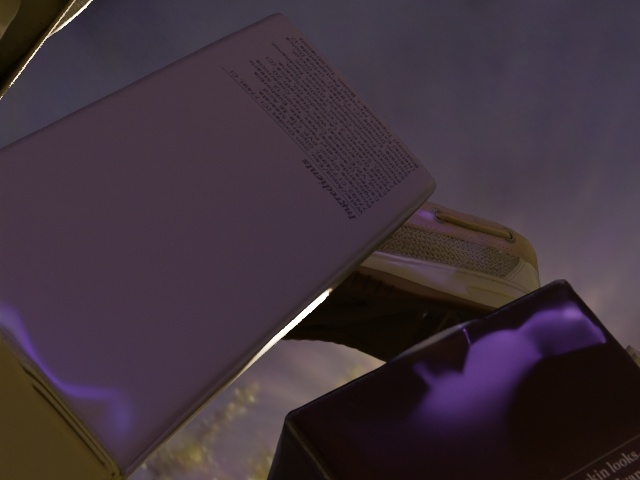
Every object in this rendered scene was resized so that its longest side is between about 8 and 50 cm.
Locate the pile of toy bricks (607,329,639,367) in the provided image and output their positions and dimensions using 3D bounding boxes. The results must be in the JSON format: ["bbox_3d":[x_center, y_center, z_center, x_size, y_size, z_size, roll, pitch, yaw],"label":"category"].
[{"bbox_3d":[0.290,0.160,1.596,0.118,0.212,0.105,36,-80,-7],"label":"pile of toy bricks"}]

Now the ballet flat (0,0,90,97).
[{"bbox_3d":[-0.186,-0.154,0.932,0.086,0.086,0.248,30,-79,-33],"label":"ballet flat"}]

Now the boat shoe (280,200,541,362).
[{"bbox_3d":[0.000,0.000,0.937,0.302,0.098,0.109,17,-39,-14],"label":"boat shoe"}]

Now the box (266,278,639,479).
[{"bbox_3d":[0.149,0.223,0.755,0.191,0.381,0.143,-23,-27,-27],"label":"box"}]

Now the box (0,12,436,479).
[{"bbox_3d":[-0.064,0.009,0.571,0.113,0.275,0.094,48,-58,3],"label":"box"}]
